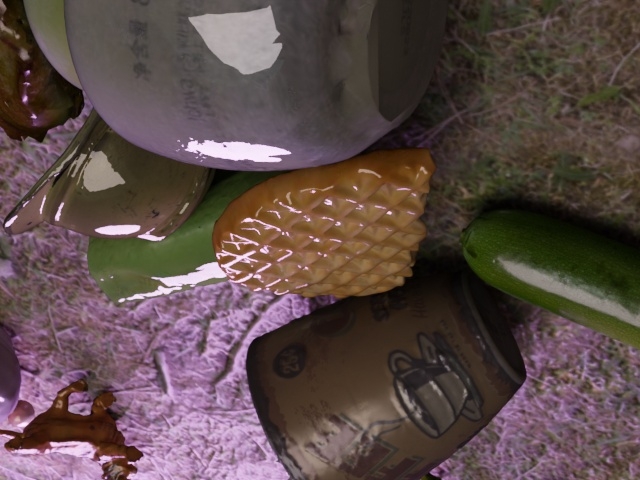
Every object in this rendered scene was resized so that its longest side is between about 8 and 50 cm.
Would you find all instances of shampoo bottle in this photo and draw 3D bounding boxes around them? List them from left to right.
[{"bbox_3d":[-0.064,-0.217,1.141,0.317,0.322,0.323,20,137,32],"label":"shampoo bottle"}]

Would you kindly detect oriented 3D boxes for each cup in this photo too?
[{"bbox_3d":[0.101,0.168,1.513,0.257,0.227,0.301,-27,151,15],"label":"cup"}]

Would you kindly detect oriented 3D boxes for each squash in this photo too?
[{"bbox_3d":[0.321,0.059,1.390,0.378,0.101,0.101,25,134,6],"label":"squash"}]

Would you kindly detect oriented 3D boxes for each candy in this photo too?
[{"bbox_3d":[-0.097,-0.013,1.468,0.343,0.142,0.132,-15,133,33],"label":"candy"}]

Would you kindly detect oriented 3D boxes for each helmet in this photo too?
[{"bbox_3d":[-0.185,-0.068,1.384,0.137,0.204,0.258,38,101,0],"label":"helmet"}]

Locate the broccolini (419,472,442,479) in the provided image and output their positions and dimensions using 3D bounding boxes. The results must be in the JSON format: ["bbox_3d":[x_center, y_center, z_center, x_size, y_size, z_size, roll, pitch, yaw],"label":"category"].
[{"bbox_3d":[0.093,0.289,1.712,0.079,0.074,0.392,-44,111,-2],"label":"broccolini"}]

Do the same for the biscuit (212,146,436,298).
[{"bbox_3d":[0.000,0.000,1.294,0.204,0.040,0.309,-5,158,-6],"label":"biscuit"}]

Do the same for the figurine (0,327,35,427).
[{"bbox_3d":[-0.487,0.218,1.827,0.200,0.133,0.276,30,134,-10],"label":"figurine"}]

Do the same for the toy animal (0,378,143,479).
[{"bbox_3d":[-0.353,0.255,1.792,0.255,0.114,0.116,13,141,-27],"label":"toy animal"}]

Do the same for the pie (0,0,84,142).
[{"bbox_3d":[-0.323,-0.231,1.307,0.354,0.102,0.288,22,135,63],"label":"pie"}]
